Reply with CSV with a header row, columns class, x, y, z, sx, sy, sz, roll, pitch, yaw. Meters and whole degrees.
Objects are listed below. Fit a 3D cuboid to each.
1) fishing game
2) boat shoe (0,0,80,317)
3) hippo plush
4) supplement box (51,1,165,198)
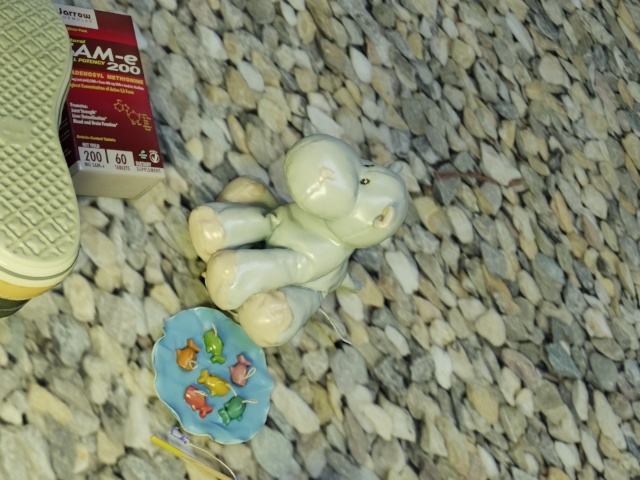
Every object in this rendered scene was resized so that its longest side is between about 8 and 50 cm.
class,x,y,z,sx,sy,sz,roll,pitch,yaw
fishing game,-0.129,0.164,1.770,0.189,0.041,0.264,38,46,-22
boat shoe,-0.382,-0.127,1.637,0.186,0.156,0.500,9,49,-31
hippo plush,0.000,0.000,1.814,0.294,0.236,0.234,37,38,-19
supplement box,-0.289,-0.177,1.799,0.130,0.073,0.239,3,64,-40
